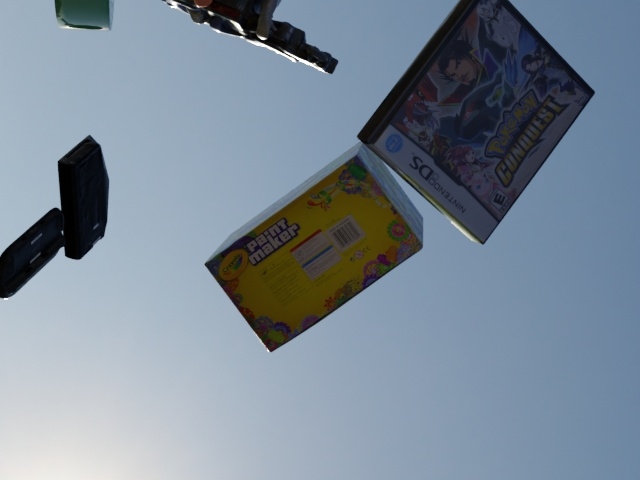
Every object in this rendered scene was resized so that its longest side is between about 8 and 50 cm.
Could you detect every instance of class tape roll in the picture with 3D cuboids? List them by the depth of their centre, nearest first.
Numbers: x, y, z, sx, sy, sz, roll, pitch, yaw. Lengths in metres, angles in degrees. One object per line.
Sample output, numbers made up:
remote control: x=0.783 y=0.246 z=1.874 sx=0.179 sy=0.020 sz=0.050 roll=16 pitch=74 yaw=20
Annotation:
tape roll: x=-0.327 y=-0.456 z=1.749 sx=0.321 sy=0.077 sz=0.321 roll=-179 pitch=-90 yaw=-83

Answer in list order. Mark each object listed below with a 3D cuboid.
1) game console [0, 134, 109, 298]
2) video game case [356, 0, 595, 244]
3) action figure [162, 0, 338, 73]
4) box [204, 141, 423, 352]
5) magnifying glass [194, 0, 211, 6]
game console: x=-0.490 y=-0.031 z=2.289 sx=0.361 sy=0.044 sz=0.213 roll=-54 pitch=153 yaw=-53
video game case: x=0.218 y=-0.172 z=1.700 sx=0.274 sy=0.248 sz=0.035 roll=-53 pitch=-152 yaw=-4
action figure: x=-0.096 y=-0.432 z=2.107 sx=0.178 sy=0.341 sz=0.330 roll=-62 pitch=175 yaw=-18
box: x=0.000 y=0.000 z=1.998 sx=0.290 sy=0.177 sz=0.279 roll=-35 pitch=-175 yaw=9
magnifying glass: x=-0.168 y=-0.376 z=1.520 sx=0.092 sy=0.026 sz=0.231 roll=-56 pitch=-135 yaw=45
